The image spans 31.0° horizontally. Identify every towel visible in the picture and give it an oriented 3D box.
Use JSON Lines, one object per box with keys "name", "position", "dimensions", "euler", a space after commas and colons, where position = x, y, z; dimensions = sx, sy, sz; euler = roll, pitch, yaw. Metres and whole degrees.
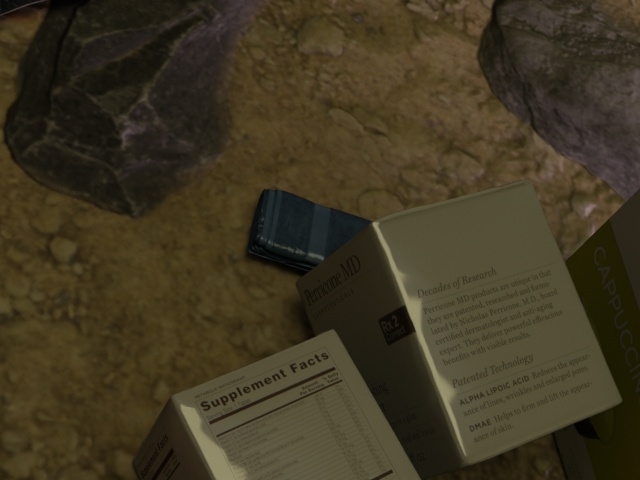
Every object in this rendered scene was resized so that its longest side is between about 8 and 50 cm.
{"name": "towel", "position": [0.000, 0.000, 0.983], "dimensions": [0.119, 0.029, 0.067], "euler": [18, 55, -11]}

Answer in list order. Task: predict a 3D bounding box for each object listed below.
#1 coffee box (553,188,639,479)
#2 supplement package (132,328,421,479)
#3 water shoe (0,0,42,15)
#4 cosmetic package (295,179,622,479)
{"name": "coffee box", "position": [0.411, 0.118, 0.889], "dimensions": [0.338, 0.334, 0.338], "euler": [-1, 60, -23]}
{"name": "supplement package", "position": [-0.006, 0.209, 0.787], "dimensions": [0.139, 0.134, 0.244], "euler": [-19, 69, -30]}
{"name": "water shoe", "position": [-0.283, -0.242, 1.003], "dimensions": [0.203, 0.073, 0.080], "euler": [-14, 45, -33]}
{"name": "cosmetic package", "position": [0.100, 0.075, 0.885], "dimensions": [0.151, 0.151, 0.184], "euler": [-16, 78, -29]}
